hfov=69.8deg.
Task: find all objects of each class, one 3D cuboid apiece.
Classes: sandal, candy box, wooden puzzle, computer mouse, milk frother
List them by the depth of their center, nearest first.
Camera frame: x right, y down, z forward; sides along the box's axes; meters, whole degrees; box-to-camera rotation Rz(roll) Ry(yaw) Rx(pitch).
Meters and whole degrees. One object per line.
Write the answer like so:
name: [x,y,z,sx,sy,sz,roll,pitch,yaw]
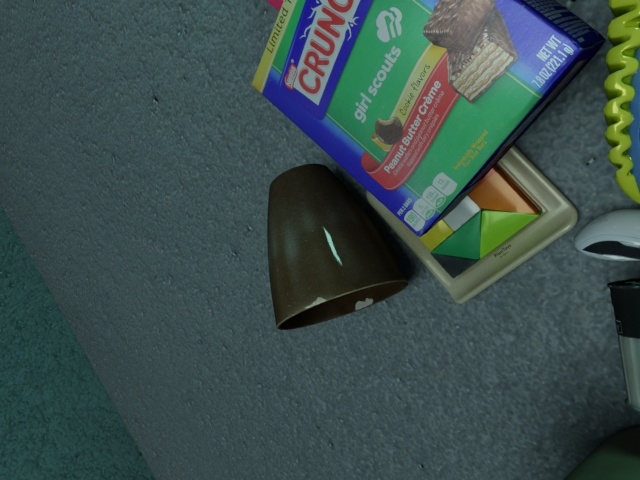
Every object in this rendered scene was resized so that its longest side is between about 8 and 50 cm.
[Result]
sandal: [0.351,-0.187,0.436,0.138,0.126,0.317,5,109,34]
milk frother: [0.398,0.103,0.480,0.143,0.129,0.134,-10,87,48]
computer mouse: [0.375,-0.007,0.491,0.193,0.106,0.042,5,132,43]
candy box: [0.098,-0.212,0.551,0.317,0.122,0.268,45,133,14]
wooden puzzle: [0.194,-0.052,0.657,0.238,0.044,0.221,53,130,13]

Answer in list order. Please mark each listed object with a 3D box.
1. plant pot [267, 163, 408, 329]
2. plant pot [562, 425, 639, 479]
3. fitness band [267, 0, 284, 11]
plant pot: [0.000,0.000,0.746,0.215,0.215,0.230,-33,68,41]
plant pot: [0.375,0.353,0.487,0.323,0.280,0.323,14,114,35]
fitness band: [0.011,-0.424,0.609,0.291,0.054,0.209,-16,132,41]
